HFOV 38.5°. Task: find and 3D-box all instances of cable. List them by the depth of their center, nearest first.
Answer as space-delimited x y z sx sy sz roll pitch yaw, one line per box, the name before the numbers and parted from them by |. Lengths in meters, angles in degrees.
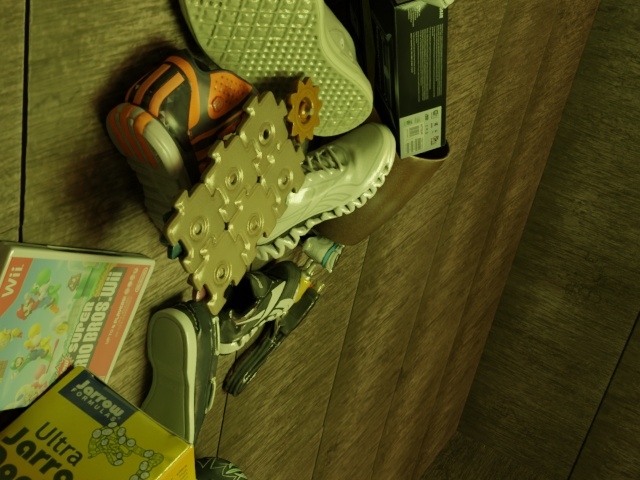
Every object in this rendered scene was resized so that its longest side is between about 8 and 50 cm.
cable | -0.088 0.159 1.696 0.287 0.072 0.139 -50 173 -6

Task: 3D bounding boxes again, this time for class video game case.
video game case | -0.321 0.106 1.113 0.204 0.025 0.285 -67 158 5

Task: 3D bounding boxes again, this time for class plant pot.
plant pot | 0.073 -0.112 1.580 0.215 0.215 0.230 -28 152 -57

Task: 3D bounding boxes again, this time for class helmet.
helmet | -0.194 0.457 1.590 0.161 0.169 0.169 -48 157 -1

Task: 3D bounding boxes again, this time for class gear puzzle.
gear puzzle | -0.089 -0.087 1.129 0.339 0.044 0.175 -58 145 -30

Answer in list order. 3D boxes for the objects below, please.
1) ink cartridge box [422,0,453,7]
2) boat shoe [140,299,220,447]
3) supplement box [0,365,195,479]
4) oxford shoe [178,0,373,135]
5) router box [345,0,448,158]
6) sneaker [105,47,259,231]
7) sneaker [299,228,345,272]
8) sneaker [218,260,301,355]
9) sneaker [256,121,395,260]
ink cartridge box | 0.053 -0.421 1.050 0.211 0.289 0.121 -66 159 1
boat shoe | -0.205 0.227 1.386 0.091 0.114 0.303 -25 136 -50
supplement box | -0.293 0.370 1.191 0.195 0.194 0.357 -44 153 -36
oxford shoe | -0.058 -0.283 1.187 0.449 0.169 0.130 39 33 -60
router box | 0.108 -0.314 1.366 0.081 0.243 0.309 -18 146 -6
sneaker | -0.140 -0.107 1.165 0.180 0.124 0.321 -54 155 -24
sneaker | 0.000 0.000 1.677 0.071 0.083 0.191 -63 -178 7
sneaker | -0.103 0.088 1.516 0.234 0.078 0.106 -42 151 -41
sneaker | -0.015 -0.085 1.393 0.292 0.110 0.118 -37 143 7
